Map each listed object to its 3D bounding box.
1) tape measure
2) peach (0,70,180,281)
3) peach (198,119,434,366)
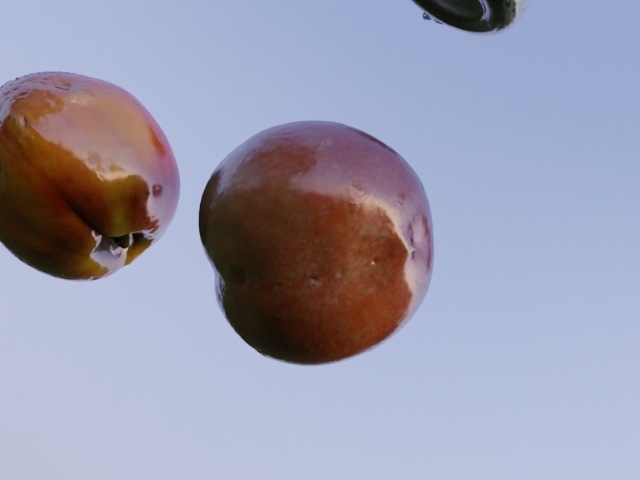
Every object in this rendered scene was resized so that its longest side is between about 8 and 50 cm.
[{"bbox_3d":[0.241,-0.472,1.653,0.275,0.147,0.256,21,-14,43],"label":"tape measure"},{"bbox_3d":[-0.305,-0.088,1.184,0.281,0.238,0.281,55,-2,3],"label":"peach"},{"bbox_3d":[0.000,0.000,1.000,0.252,0.252,0.252,17,-35,12],"label":"peach"}]
